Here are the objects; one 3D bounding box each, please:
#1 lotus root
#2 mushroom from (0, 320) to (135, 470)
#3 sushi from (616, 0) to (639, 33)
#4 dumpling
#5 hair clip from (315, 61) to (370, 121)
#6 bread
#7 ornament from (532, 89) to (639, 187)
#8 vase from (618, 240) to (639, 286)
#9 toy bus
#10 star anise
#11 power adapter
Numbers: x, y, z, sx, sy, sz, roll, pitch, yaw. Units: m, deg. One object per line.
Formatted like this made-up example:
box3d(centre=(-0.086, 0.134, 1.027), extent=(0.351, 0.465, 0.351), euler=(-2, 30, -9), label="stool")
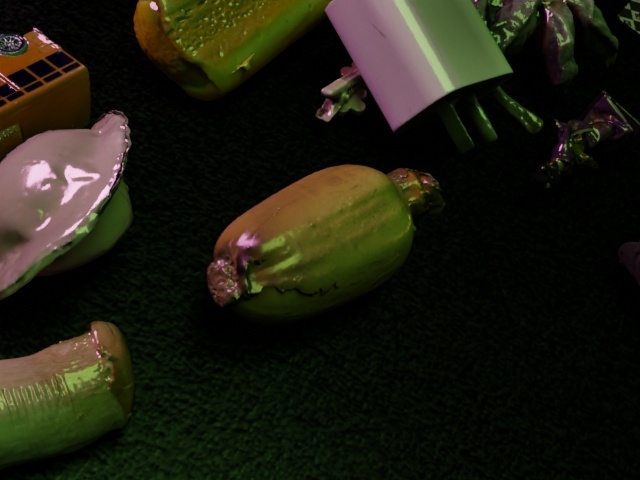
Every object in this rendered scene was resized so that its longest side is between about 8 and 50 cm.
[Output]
box3d(centre=(0.000, 0.003, 1.064), extent=(0.303, 0.131, 0.146), euler=(-27, 92, -33), label="lotus root")
box3d(centre=(-0.318, 0.173, 0.844), extent=(0.351, 0.095, 0.122), euler=(-25, 85, -31), label="mushroom")
box3d(centre=(0.571, -0.374, 1.624), extent=(0.120, 0.026, 0.126), euler=(39, 51, 10), label="sushi")
box3d(centre=(-0.251, -0.039, 0.978), extent=(0.142, 0.173, 0.247), euler=(40, 50, -27), label="dumpling")
box3d(centre=(0.052, -0.214, 1.296), extent=(0.062, 0.056, 0.214), euler=(25, 41, 15), label="hair clip")
box3d(centre=(-0.086, -0.326, 1.278), extent=(0.383, 0.112, 0.166), euler=(-46, 108, -34), label="bread")
box3d(centre=(0.338, -0.118, 1.317), extent=(0.088, 0.081, 0.203), euler=(45, 55, 15), label="ornament")
box3d(centre=(0.452, 0.106, 1.188), extent=(0.116, 0.115, 0.237), euler=(1, 61, -21), label="vase")
box3d(centre=(-0.351, -0.134, 1.041), extent=(0.114, 0.098, 0.201), euler=(36, 51, 19), label="toy bus")
box3d(centre=(0.321, -0.331, 1.426), extent=(0.316, 0.139, 0.359), euler=(-21, 65, -25), label="star anise")
box3d(centre=(0.146, -0.231, 1.262), extent=(0.187, 0.124, 0.255), euler=(-23, 81, -46), label="power adapter")
